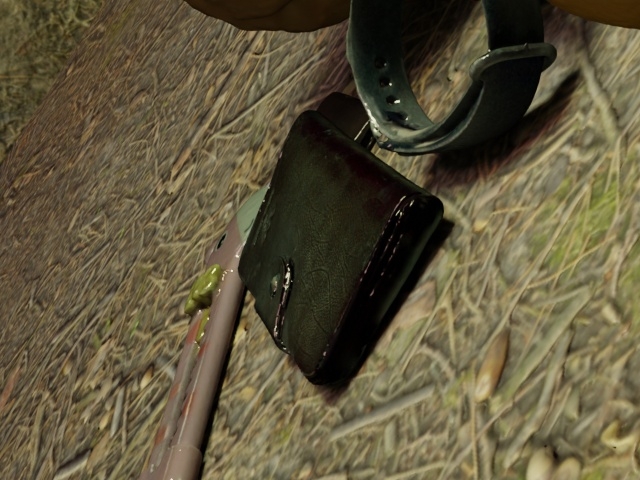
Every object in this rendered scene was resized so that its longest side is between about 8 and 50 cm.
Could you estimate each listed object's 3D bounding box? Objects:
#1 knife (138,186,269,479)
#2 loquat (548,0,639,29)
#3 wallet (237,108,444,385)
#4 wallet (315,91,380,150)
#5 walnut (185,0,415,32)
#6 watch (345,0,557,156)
[{"bbox_3d":[-0.109,0.106,1.610,0.132,0.038,0.398,-45,23,42],"label":"knife"},{"bbox_3d":[0.204,-0.238,1.013,0.275,0.275,0.275,-50,20,26],"label":"loquat"},{"bbox_3d":[0.000,0.000,1.468,0.172,0.045,0.318,-63,20,8],"label":"wallet"},{"bbox_3d":[0.015,-0.093,1.635,0.082,0.018,0.157,-58,18,-2],"label":"wallet"},{"bbox_3d":[-0.019,-0.359,1.574,0.383,0.384,0.383,-50,20,26],"label":"walnut"},{"bbox_3d":[0.090,-0.154,1.336,0.206,0.068,0.193,14,111,60],"label":"watch"}]
